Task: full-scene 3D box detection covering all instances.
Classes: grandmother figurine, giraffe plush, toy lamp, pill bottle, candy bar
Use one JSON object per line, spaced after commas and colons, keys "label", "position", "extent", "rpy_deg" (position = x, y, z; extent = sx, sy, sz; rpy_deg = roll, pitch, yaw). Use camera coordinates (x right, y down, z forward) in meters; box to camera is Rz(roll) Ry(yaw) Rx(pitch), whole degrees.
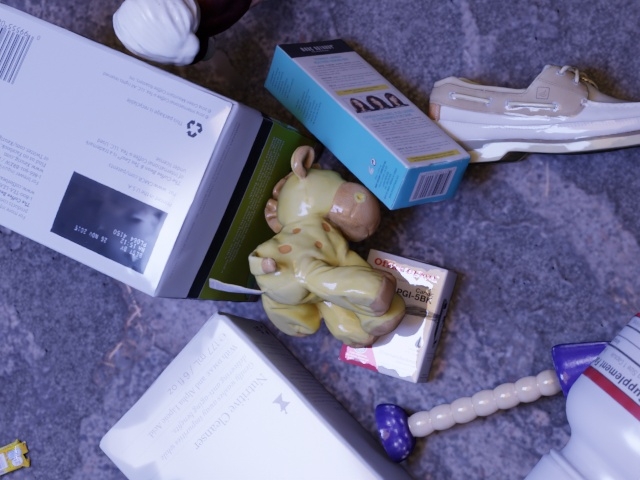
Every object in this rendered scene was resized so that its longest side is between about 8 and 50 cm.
{"label": "grandmother figurine", "position": [-0.107, -0.276, 1.574], "extent": [0.104, 0.342, 0.207], "rpy_deg": [32, 127, 14]}
{"label": "giraffe plush", "position": [0.000, 0.000, 1.556], "extent": [0.210, 0.181, 0.170], "rpy_deg": [20, 64, -12]}
{"label": "toy lamp", "position": [0.201, 0.176, 1.583], "extent": [0.275, 0.080, 0.080], "rpy_deg": [-20, 80, 16]}
{"label": "pill bottle", "position": [0.400, 0.155, 1.433], "extent": [0.229, 0.229, 0.407], "rpy_deg": [42, 92, 15]}
{"label": "candy bar", "position": [-0.434, 0.291, 1.779], "extent": [0.161, 0.018, 0.040], "rpy_deg": [-23, 83, 12]}

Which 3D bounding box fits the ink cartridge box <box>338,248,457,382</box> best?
{"label": "ink cartridge box", "position": [0.089, 0.086, 1.631], "extent": [0.099, 0.056, 0.135], "rpy_deg": [15, 90, 17]}

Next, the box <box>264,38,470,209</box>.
{"label": "box", "position": [0.049, -0.135, 1.597], "extent": [0.244, 0.100, 0.060], "rpy_deg": [46, 131, 33]}

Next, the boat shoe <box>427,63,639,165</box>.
{"label": "boat shoe", "position": [0.262, -0.144, 1.574], "extent": [0.302, 0.113, 0.103], "rpy_deg": [-4, 90, 16]}

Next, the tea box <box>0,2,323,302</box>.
{"label": "tea box", "position": [-0.220, -0.092, 1.594], "extent": [0.329, 0.323, 0.220], "rpy_deg": [24, 93, 15]}

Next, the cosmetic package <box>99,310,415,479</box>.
{"label": "cosmetic package", "position": [-0.032, 0.289, 1.595], "extent": [0.385, 0.156, 0.217], "rpy_deg": [43, 95, 16]}
